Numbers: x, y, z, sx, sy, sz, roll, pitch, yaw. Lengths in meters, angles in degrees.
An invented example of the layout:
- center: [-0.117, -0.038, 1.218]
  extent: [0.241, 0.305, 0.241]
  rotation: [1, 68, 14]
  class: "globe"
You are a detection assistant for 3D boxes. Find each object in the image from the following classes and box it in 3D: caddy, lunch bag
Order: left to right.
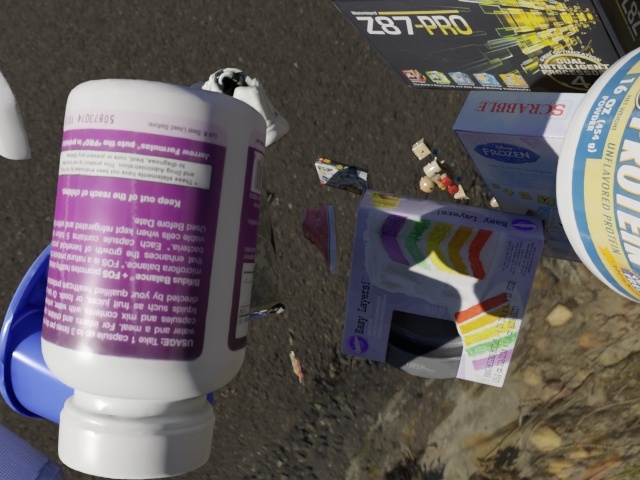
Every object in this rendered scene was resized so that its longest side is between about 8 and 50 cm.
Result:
- center: [-0.226, 0.111, 0.792]
  extent: [0.179, 0.341, 0.241]
  rotation: [21, 76, 17]
  class: "caddy"
- center: [-0.195, 0.004, 1.227]
  extent: [0.256, 0.212, 0.305]
  rotation: [-9, 87, -31]
  class: "lunch bag"

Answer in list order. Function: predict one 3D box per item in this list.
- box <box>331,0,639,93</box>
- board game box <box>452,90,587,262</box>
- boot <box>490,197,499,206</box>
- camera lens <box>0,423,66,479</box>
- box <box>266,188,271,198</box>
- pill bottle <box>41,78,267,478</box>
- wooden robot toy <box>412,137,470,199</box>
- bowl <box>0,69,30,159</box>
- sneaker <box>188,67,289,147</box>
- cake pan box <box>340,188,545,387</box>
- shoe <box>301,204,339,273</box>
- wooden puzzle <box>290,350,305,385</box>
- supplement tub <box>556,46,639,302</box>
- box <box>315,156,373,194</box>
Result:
- center: [0.208, -0.315, 0.891]
  extent: [0.395, 0.318, 0.097]
  rotation: [17, 77, 43]
  class: "box"
- center: [0.366, -0.057, 0.824]
  extent: [0.318, 0.318, 0.066]
  rotation: [12, 69, 39]
  class: "board game box"
- center: [0.415, -0.081, 1.359]
  extent: [0.118, 0.042, 0.087]
  rotation: [-36, 50, 8]
  class: "boot"
- center: [-0.443, 0.285, 0.738]
  extent: [0.274, 0.219, 0.219]
  rotation: [39, 73, -7]
  class: "camera lens"
- center: [-0.241, 0.033, 1.528]
  extent: [0.073, 0.295, 0.293]
  rotation: [33, 66, -10]
  class: "box"
- center: [-0.141, 0.031, 0.569]
  extent: [0.169, 0.169, 0.302]
  rotation: [6, 89, 13]
  class: "pill bottle"
- center: [0.231, -0.124, 1.376]
  extent: [0.079, 0.173, 0.076]
  rotation: [-33, 35, 25]
  class: "wooden robot toy"
- center: [-0.525, -0.208, 1.087]
  extent: [0.053, 0.142, 0.142]
  rotation: [-23, 57, -26]
  class: "bowl"
- center: [-0.163, -0.256, 1.197]
  extent: [0.110, 0.118, 0.292]
  rotation: [-39, 38, -18]
  class: "sneaker"
- center: [0.160, 0.072, 0.943]
  extent: [0.245, 0.267, 0.070]
  rotation: [13, 32, 10]
  class: "cake pan box"
- center: [0.000, 0.000, 1.622]
  extent: [0.081, 0.063, 0.178]
  rotation: [-6, 69, 8]
  class: "shoe"
- center: [-0.052, 0.288, 1.530]
  extent: [0.006, 0.083, 0.049]
  rotation: [-20, 24, -20]
  class: "wooden puzzle"
- center: [0.212, -0.023, 0.276]
  extent: [0.144, 0.199, 0.144]
  rotation: [-2, 99, -15]
  class: "supplement tub"
- center: [0.060, -0.157, 1.664]
  extent: [0.137, 0.094, 0.027]
  rotation: [17, 68, 18]
  class: "box"
